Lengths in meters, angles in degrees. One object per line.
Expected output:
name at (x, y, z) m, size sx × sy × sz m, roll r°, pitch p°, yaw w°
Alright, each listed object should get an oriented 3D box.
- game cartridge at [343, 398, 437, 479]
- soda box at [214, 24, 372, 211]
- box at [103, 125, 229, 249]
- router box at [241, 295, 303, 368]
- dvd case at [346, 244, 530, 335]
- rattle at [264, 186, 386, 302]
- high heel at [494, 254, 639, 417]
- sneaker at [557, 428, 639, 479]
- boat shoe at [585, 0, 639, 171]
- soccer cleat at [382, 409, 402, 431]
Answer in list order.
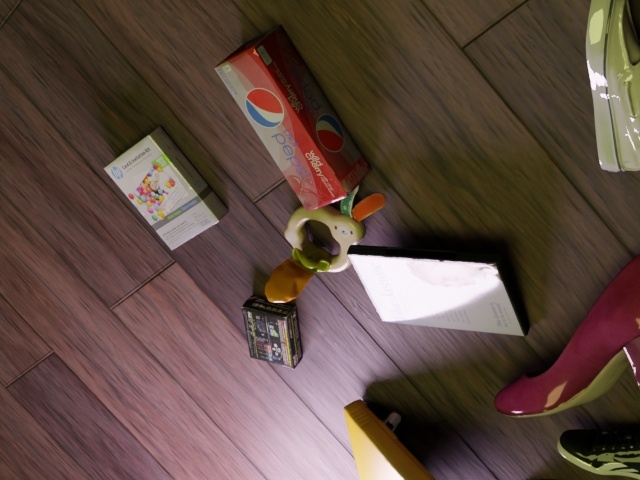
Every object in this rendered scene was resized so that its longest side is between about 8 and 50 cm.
game cartridge at (0.154, 0.465, 1.965) m, size 0.324 × 0.053 × 0.285 m, roll 45°, pitch 153°, yaw 54°
soda box at (-0.039, -0.178, 1.691) m, size 0.092 × 0.083 × 0.263 m, roll -20°, pitch 110°, yaw 41°
box at (-0.263, -0.087, 1.939) m, size 0.145 × 0.038 × 0.186 m, roll -27°, pitch 104°, yaw 43°
router box at (-0.084, 0.162, 2.011) m, size 0.092 × 0.038 × 0.122 m, roll 13°, pitch 129°, yaw 25°
dvd case at (0.180, 0.076, 1.751) m, size 0.253 × 0.022 × 0.180 m, roll 4°, pitch 142°, yaw 31°
rattle at (0.000, 0.000, 1.769) m, size 0.200 × 0.143 × 0.130 m, roll -27°, pitch 87°, yaw 49°
high heel at (0.381, 0.151, 1.686) m, size 0.377 × 0.127 × 0.181 m, roll -26°, pitch 78°, yaw 47°
sneaker at (0.478, 0.301, 1.733) m, size 0.217 × 0.079 × 0.121 m, roll 15°, pitch 127°, yaw 13°
boat shoe at (0.382, -0.197, 1.398) m, size 0.088 × 0.096 × 0.267 m, roll 4°, pitch 126°, yaw 26°
soccer cleat at (0.116, 0.332, 2.012) m, size 0.029 × 0.035 × 0.083 m, roll 38°, pitch 135°, yaw 2°
